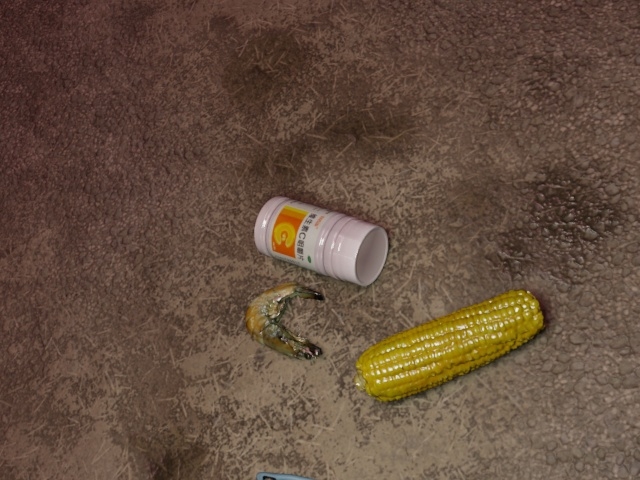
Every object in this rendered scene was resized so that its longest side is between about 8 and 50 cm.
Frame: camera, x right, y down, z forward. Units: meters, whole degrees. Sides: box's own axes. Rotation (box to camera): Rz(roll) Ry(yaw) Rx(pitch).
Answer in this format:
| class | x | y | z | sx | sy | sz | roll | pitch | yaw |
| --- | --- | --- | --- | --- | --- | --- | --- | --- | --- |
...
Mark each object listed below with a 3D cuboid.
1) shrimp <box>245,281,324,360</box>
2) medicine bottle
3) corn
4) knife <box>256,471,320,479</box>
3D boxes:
| class | x | y | z | sx | sy | sz | roll | pitch | yaw |
| --- | --- | --- | --- | --- | --- | --- | --- | --- | --- |
| shrimp | -0.058 | 0.158 | 1.939 | 0.217 | 0.051 | 0.150 | 28 | 73 | 38 |
| medicine bottle | 0.000 | 0.000 | 1.938 | 0.250 | 0.133 | 0.133 | 19 | 75 | 31 |
| corn | 0.228 | 0.191 | 1.736 | 0.363 | 0.120 | 0.120 | -25 | 57 | 13 |
| knife | 0.017 | 0.462 | 1.766 | 0.313 | 0.019 | 0.044 | 2 | 74 | 26 |
